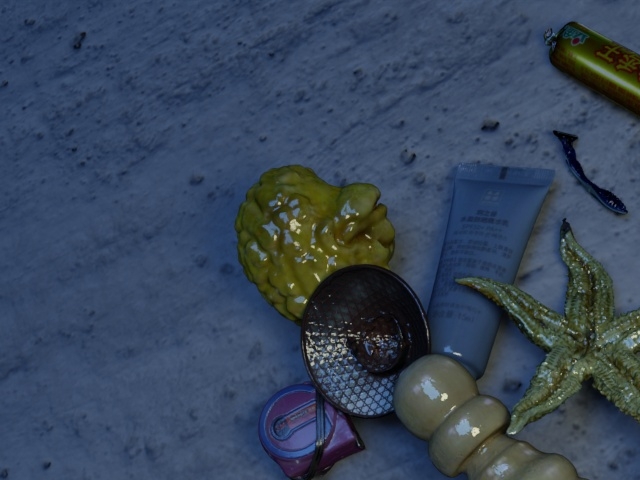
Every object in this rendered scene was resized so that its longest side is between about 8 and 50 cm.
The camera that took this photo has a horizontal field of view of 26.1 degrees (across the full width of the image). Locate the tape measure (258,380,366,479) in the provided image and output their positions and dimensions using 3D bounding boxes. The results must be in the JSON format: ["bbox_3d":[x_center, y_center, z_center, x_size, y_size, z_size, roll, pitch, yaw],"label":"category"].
[{"bbox_3d":[-0.016,0.246,1.770,0.118,0.074,0.125,-28,59,5],"label":"tape measure"}]

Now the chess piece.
[{"bbox_3d":[0.185,0.243,1.578,0.143,0.143,0.261,-44,69,-1],"label":"chess piece"}]

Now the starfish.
[{"bbox_3d":[0.303,0.119,1.625,0.347,0.078,0.358,31,54,34],"label":"starfish"}]

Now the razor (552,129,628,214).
[{"bbox_3d":[0.350,-0.082,1.790,0.028,0.044,0.154,-54,49,30],"label":"razor"}]

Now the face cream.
[{"bbox_3d":[0.191,0.069,1.755,0.135,0.086,0.385,6,64,27],"label":"face cream"}]

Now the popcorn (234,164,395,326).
[{"bbox_3d":[0.000,0.000,1.821,0.203,0.200,0.226,-30,52,23],"label":"popcorn"}]

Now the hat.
[{"bbox_3d":[0.074,0.124,1.736,0.193,0.082,0.193,2,93,35],"label":"hat"}]

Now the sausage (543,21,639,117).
[{"bbox_3d":[0.424,-0.196,1.786,0.082,0.082,0.371,-48,52,-3],"label":"sausage"}]
